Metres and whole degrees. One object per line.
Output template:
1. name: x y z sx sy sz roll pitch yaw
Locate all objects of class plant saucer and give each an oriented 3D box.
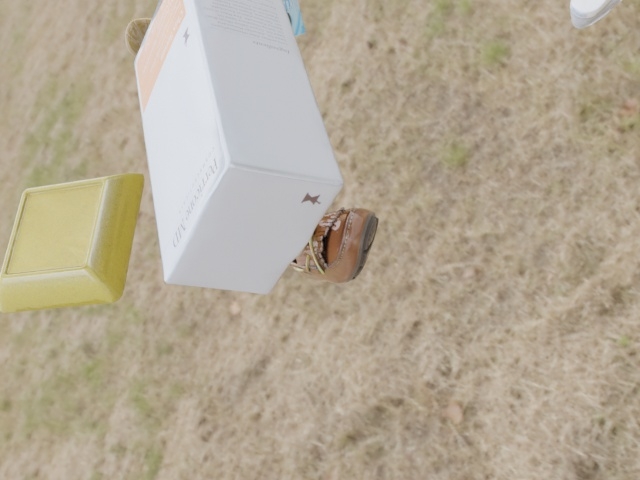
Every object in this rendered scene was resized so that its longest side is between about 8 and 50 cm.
1. plant saucer: -0.586 -0.011 1.880 0.333 0.081 0.332 -7 61 20

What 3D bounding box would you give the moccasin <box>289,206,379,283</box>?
1. moccasin: 0.001 -0.003 1.532 0.139 0.147 0.380 -69 13 -7

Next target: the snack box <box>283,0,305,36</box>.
1. snack box: -0.169 -0.681 2.177 0.187 0.321 0.060 -19 24 -9

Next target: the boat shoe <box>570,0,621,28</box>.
1. boat shoe: 0.450 -0.394 1.256 0.066 0.063 0.184 36 80 18

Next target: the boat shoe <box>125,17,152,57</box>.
1. boat shoe: -0.200 -0.351 1.459 0.096 0.277 0.098 -56 -22 -65

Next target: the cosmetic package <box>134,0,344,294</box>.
1. cosmetic package: -0.136 -0.175 1.155 0.230 0.162 0.453 -55 39 39
